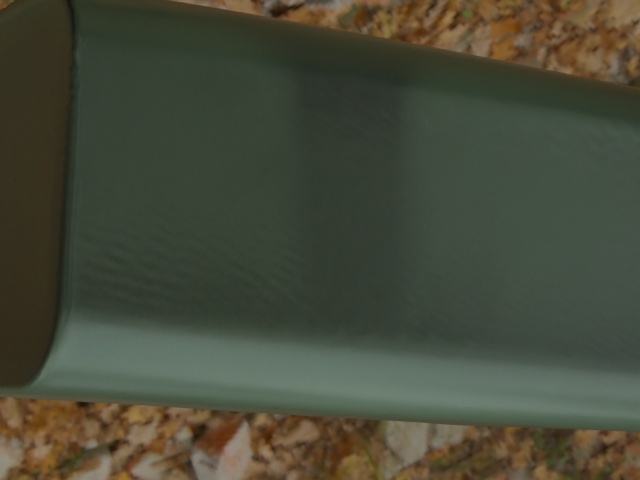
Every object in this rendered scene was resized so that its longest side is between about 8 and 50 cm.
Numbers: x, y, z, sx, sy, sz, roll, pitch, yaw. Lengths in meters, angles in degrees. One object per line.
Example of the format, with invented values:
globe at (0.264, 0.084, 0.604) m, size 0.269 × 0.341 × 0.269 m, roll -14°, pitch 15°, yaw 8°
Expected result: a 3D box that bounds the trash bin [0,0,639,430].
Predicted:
trash bin at (0.000, 0.000, 0.524) m, size 0.343 × 0.158 × 0.223 m, roll 9°, pitch 169°, yaw -36°
